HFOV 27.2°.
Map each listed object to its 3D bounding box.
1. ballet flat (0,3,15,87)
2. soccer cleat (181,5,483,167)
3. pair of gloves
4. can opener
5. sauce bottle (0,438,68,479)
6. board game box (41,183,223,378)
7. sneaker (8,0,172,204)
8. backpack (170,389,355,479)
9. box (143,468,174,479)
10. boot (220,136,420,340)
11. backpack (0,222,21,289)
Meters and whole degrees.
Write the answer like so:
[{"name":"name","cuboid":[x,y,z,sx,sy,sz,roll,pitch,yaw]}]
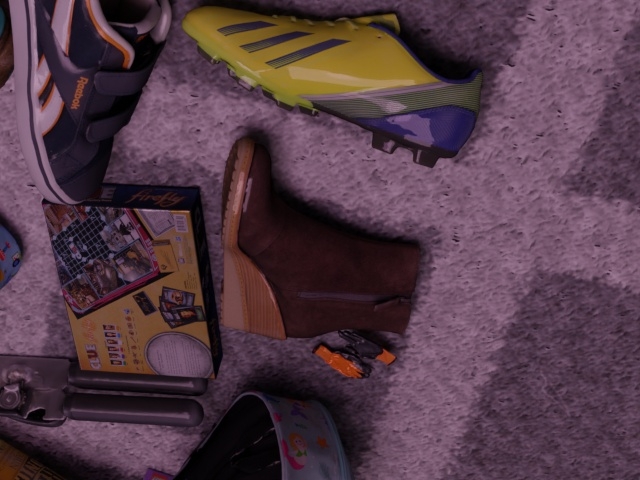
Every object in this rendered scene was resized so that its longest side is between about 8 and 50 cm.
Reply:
[{"name":"ballet flat","cuboid":[-0.443,-0.220,1.259,0.342,0.116,0.124,19,154,3]},{"name":"soccer cleat","cuboid":[0.014,-0.169,1.235,0.289,0.093,0.121,23,98,-2]},{"name":"pair of gloves","cuboid":[0.037,0.129,1.485,0.074,0.010,0.083,31,142,-15]},{"name":"can opener","cuboid":[-0.271,0.185,1.580,0.284,0.076,0.095,3,160,9]},{"name":"sauce bottle","cuboid":[-0.335,0.350,1.646,0.344,0.111,0.111,31,128,0]},{"name":"board game box","cuboid":[-0.203,0.047,1.460,0.165,0.042,0.243,3,128,9]},{"name":"sneaker","cuboid":[-0.213,-0.165,1.241,0.128,0.126,0.321,9,128,11]},{"name":"backpack","cuboid":[-0.061,0.305,1.524,0.191,0.225,0.253,12,128,-27]},{"name":"box","cuboid":[-0.118,0.424,1.730,0.293,0.057,0.201,19,128,-4]},{"name":"boot","cuboid":[0.000,0.000,1.375,0.207,0.090,0.248,0,127,-4]},{"name":"backpack","cuboid":[-0.424,0.034,1.448,0.173,0.117,0.158,-27,119,25]}]
